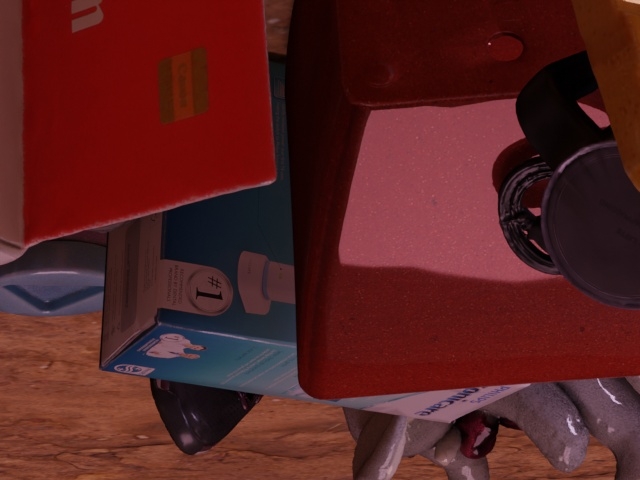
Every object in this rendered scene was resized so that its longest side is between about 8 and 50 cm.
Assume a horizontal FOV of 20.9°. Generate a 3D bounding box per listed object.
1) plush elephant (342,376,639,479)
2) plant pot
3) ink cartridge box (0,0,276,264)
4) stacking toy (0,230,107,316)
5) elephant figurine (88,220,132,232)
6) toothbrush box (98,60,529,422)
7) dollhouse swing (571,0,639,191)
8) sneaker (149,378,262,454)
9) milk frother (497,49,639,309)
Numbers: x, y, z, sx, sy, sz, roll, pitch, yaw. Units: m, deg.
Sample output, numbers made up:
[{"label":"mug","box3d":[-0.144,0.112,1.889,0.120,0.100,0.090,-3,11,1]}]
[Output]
[{"label":"plush elephant","box3d":[0.136,0.134,1.571,0.330,0.272,0.255,42,112,-17]},{"label":"plant pot","box3d":[0.106,-0.085,1.062,0.267,0.267,0.236,-4,144,2]},{"label":"ink cartridge box","box3d":[-0.153,-0.136,0.775,0.261,0.296,0.066,-16,157,29]},{"label":"stacking toy","box3d":[-0.121,0.015,1.457,0.309,0.130,0.279,9,157,-34]},{"label":"elephant figurine","box3d":[-0.192,-0.078,1.183,0.186,0.169,0.239,37,163,0]},{"label":"toothbrush box","box3d":[0.000,0.000,1.279,0.295,0.216,0.126,10,157,-24]},{"label":"dollhouse swing","box3d":[0.308,-0.167,0.710,0.315,0.347,0.305,8,149,-37]},{"label":"sneaker","box3d":[-0.054,0.098,1.662,0.162,0.106,0.281,-24,-168,19]},{"label":"milk frother","box3d":[0.143,-0.013,0.878,0.135,0.129,0.143,-31,149,-57]}]
